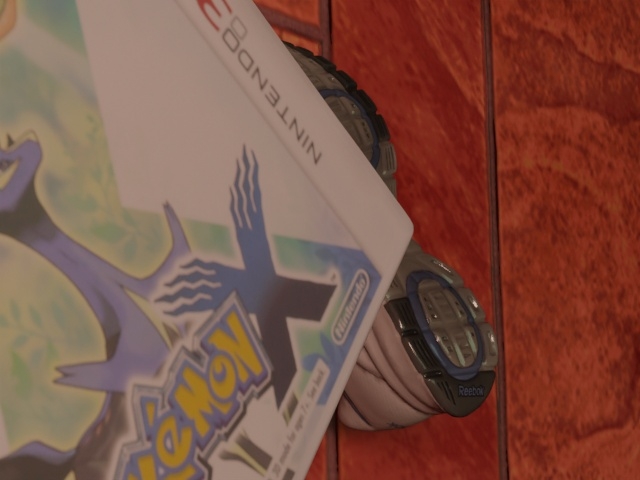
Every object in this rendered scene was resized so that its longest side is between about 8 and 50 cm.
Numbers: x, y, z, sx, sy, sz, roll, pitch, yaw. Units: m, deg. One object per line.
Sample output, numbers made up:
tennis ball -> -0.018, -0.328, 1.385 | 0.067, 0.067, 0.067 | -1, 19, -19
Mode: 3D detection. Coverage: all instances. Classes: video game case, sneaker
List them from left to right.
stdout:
video game case -> -0.097, 0.008, 0.475 | 0.300, 0.036, 0.329 | 52, 46, -29
sneaker -> 0.000, 0.000, 0.848 | 0.111, 0.129, 0.297 | -13, 74, -48
